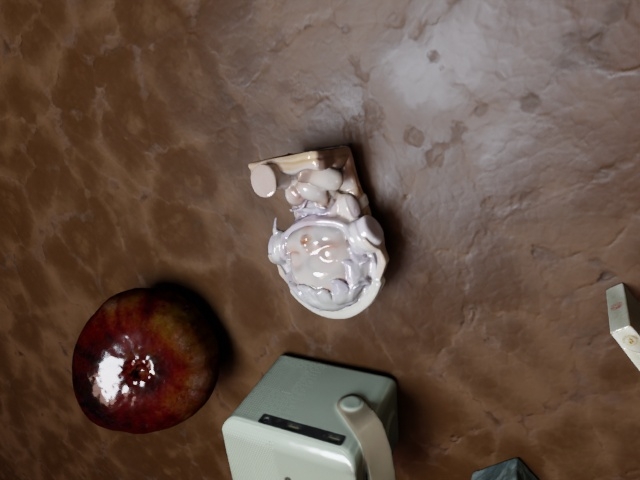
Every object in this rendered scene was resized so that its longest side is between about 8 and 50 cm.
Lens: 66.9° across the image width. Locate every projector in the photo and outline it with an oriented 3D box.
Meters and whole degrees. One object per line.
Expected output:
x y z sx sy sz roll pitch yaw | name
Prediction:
0.005 0.290 0.714 0.242 0.177 0.164 5 117 26 | projector

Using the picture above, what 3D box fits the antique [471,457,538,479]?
0.298 0.411 0.675 0.183 0.088 0.086 47 125 -1 | antique

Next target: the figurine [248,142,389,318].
0.002 -0.001 0.600 0.162 0.141 0.237 1 114 32 | figurine

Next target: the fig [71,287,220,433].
-0.287 0.197 0.802 0.214 0.235 0.235 32 133 57 | fig

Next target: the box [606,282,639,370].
0.361 0.133 0.511 0.024 0.090 0.167 -36 94 35 | box
